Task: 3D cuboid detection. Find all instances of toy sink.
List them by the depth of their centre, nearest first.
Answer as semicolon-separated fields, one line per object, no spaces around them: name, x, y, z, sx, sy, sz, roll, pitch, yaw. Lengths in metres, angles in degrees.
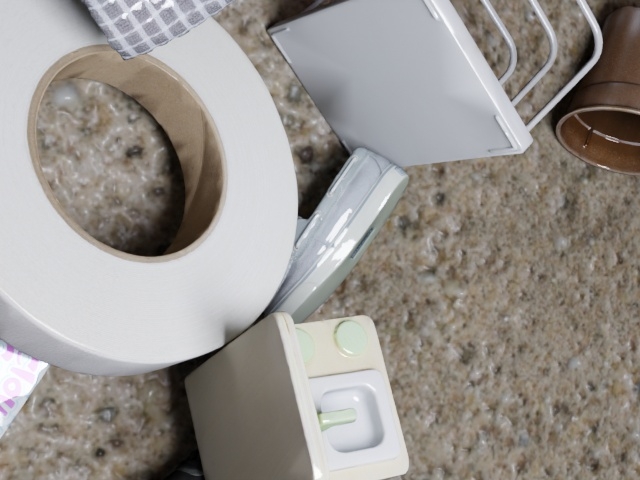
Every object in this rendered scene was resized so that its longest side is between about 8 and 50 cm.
toy sink;-0.014;0.160;1.021;0.131;0.234;0.152;-6;72;-29

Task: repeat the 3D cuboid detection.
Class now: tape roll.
tape roll;-0.189;-0.071;1.026;0.392;0.072;0.391;16;65;-38

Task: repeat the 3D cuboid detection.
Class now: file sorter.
file sorter;0.119;-0.206;1.152;0.173;0.278;0.192;-44;111;-23

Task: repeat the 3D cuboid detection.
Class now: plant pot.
plant pot;0.393;-0.189;1.381;0.167;0.167;0.165;29;68;-26

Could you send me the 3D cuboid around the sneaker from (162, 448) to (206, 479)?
sneaker;-0.085;0.212;1.161;0.283;0.107;0.124;-16;83;-32

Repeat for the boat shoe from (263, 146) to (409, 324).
boat shoe;0.000;-0.001;1.203;0.081;0.079;0.227;38;91;15

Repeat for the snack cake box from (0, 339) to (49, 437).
snack cake box;-0.323;0.083;1.015;0.152;0.089;0.264;39;72;-23

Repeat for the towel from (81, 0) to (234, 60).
towel;-0.138;-0.311;0.900;0.235;0.121;0.283;-29;129;7
